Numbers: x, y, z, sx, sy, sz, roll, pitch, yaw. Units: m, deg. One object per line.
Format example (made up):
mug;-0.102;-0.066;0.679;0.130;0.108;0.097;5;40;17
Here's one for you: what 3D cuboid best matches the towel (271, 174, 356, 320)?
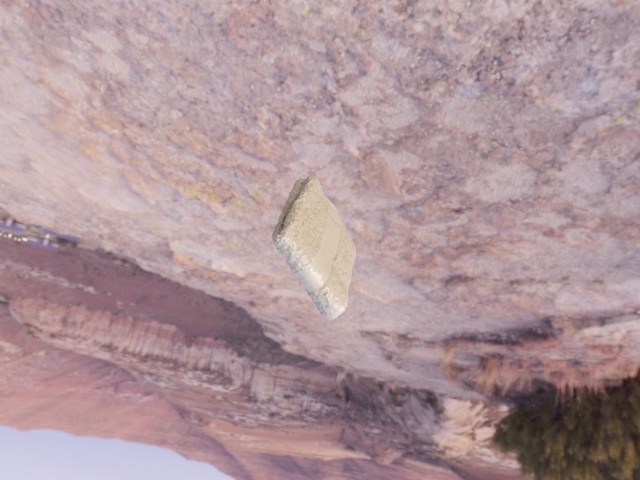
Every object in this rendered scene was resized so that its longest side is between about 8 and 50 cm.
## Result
towel;0.000;0.000;0.494;0.027;0.148;0.110;-25;110;22
